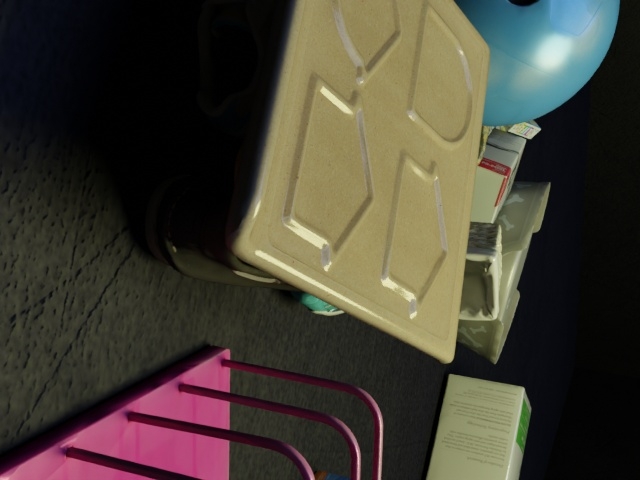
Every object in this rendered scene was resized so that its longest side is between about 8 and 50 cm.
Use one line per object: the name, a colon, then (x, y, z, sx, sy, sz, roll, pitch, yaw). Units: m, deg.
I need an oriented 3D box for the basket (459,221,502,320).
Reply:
basket: (0.175, 0.035, 1.147, 0.103, 0.167, 0.113, -61, 149, -51)

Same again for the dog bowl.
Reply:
dog bowl: (0.329, 0.048, 1.494, 0.349, 0.102, 0.348, 17, 90, -73)

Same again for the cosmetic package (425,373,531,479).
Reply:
cosmetic package: (0.290, 0.462, 1.531, 0.197, 0.155, 0.365, 51, 50, -62)

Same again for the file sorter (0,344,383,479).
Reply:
file sorter: (-0.083, 0.229, 0.599, 0.291, 0.182, 0.202, -22, 116, -63)

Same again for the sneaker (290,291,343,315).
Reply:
sneaker: (0.026, -0.054, 0.869, 0.110, 0.107, 0.275, 9, 89, -57)

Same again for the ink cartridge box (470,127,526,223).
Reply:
ink cartridge box: (0.281, -0.102, 1.322, 0.150, 0.063, 0.109, -50, 156, -50)

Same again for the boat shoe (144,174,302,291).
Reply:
boat shoe: (0.000, 0.000, 0.724, 0.335, 0.095, 0.112, 3, 98, -49)

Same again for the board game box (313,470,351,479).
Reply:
board game box: (0.002, 0.357, 0.871, 0.281, 0.145, 0.027, -39, 132, -56)

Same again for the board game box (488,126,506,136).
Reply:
board game box: (0.280, -0.157, 1.464, 0.317, 0.046, 0.213, -58, 145, -43)

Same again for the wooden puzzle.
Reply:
wooden puzzle: (0.039, -0.092, 0.661, 0.348, 0.081, 0.322, 35, 60, -53)

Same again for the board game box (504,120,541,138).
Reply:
board game box: (0.299, -0.241, 1.357, 0.026, 0.154, 0.103, -46, 155, 25)

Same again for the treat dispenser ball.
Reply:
treat dispenser ball: (0.210, -0.282, 0.975, 0.288, 0.288, 0.288, 7, 90, -66)

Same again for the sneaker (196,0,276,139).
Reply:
sneaker: (-0.048, -0.199, 0.675, 0.092, 0.087, 0.228, 15, 81, -64)

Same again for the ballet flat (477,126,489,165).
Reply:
ballet flat: (0.217, -0.255, 1.237, 0.123, 0.123, 0.348, 31, 68, -64)
